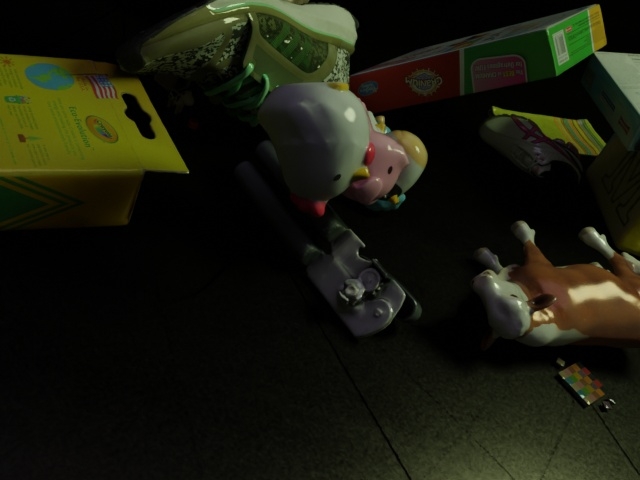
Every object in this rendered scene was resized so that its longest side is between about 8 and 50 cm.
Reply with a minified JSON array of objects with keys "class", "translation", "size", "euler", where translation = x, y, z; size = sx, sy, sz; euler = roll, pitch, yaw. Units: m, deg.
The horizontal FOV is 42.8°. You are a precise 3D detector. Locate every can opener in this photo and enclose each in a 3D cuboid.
[{"class":"can opener","translation":[0.000,0.000,0.942],"size":[0.280,0.074,0.093],"euler":[50,8,24]}]

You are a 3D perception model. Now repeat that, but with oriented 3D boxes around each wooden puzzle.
[{"class":"wooden puzzle","translation":[0.312,0.171,0.972],"size":[0.049,0.006,0.083],"euler":[-15,54,-42]}]

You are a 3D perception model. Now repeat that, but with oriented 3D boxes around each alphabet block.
[{"class":"alphabet block","translation":[0.568,-0.090,1.288],"size":[0.192,0.193,0.197],"euler":[16,38,-13]}]

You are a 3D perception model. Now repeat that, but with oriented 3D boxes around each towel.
[{"class":"towel","translation":[0.411,-0.191,1.452],"size":[0.237,0.021,0.102],"euler":[2,43,-30]}]

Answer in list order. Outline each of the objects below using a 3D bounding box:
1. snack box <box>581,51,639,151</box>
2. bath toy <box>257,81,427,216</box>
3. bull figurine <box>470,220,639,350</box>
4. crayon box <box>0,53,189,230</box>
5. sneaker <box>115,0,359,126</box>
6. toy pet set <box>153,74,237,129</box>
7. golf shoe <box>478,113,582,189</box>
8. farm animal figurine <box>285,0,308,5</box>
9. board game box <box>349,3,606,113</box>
[{"class":"snack box","translation":[0.569,-0.198,1.192],"size":[0.322,0.060,0.187],"euler":[1,41,-10]},{"class":"bath toy","translation":[0.034,-0.091,0.904],"size":[0.151,0.129,0.348],"euler":[1,2,13]},{"class":"bull figurine","translation":[0.299,0.064,1.011],"size":[0.310,0.101,0.188],"euler":[10,38,-22]},{"class":"crayon box","translation":[-0.320,-0.105,0.839],"size":[0.319,0.081,0.202],"euler":[-3,46,-34]},{"class":"sneaker","translation":[-0.070,-0.205,1.039],"size":[0.410,0.158,0.182],"euler":[-15,89,-50]},{"class":"toy pet set","translation":[-0.159,-0.217,1.086],"size":[0.114,0.065,0.122],"euler":[39,38,15]},{"class":"golf shoe","translation":[0.340,-0.143,1.311],"size":[0.186,0.067,0.086],"euler":[22,39,-8]},{"class":"farm animal figurine","translation":[-0.105,-0.465,1.346],"size":[0.330,0.172,0.326],"euler":[4,55,-40]},{"class":"board game box","translation":[0.236,-0.271,1.230],"size":[0.242,0.317,0.064],"euler":[-33,112,-49]}]
